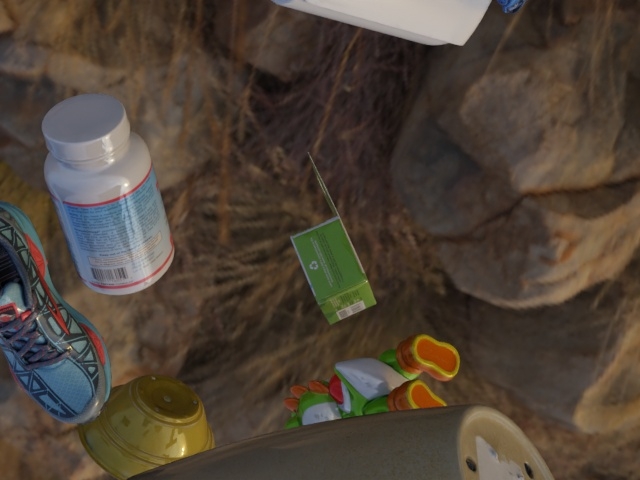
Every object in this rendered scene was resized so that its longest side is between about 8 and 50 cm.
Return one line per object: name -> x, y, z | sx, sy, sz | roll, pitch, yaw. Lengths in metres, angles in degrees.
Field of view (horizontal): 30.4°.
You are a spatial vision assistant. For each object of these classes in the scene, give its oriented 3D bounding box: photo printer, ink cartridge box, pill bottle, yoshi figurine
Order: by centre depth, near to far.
pill bottle -> -0.176, -0.038, 0.969 | 0.087, 0.087, 0.160 | 13, 137, 20
photo printer -> 0.100, -0.358, 1.329 | 0.307, 0.256, 0.107 | 7, -162, -42
yoshi figurine -> 0.094, 0.295, 1.985 | 0.362, 0.203, 0.203 | -29, 78, 46
ink cartridge box -> 0.000, 0.000, 2.077 | 0.189, 0.097, 0.255 | 66, 180, -73

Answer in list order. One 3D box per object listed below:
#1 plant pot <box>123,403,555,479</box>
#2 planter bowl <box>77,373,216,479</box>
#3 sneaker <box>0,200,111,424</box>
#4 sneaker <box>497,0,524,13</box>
plant pot -> 0.020, 0.223, 0.787 | 0.274, 0.256, 0.256 | -32, 115, 28
planter bowl -> -0.236, 0.259, 1.717 | 0.217, 0.217, 0.090 | 27, 115, 2
sneaker -> -0.315, 0.082, 1.213 | 0.104, 0.125, 0.262 | -33, 87, 7
sneaker -> 0.282, -0.378, 1.693 | 0.069, 0.082, 0.209 | -4, 177, 7
